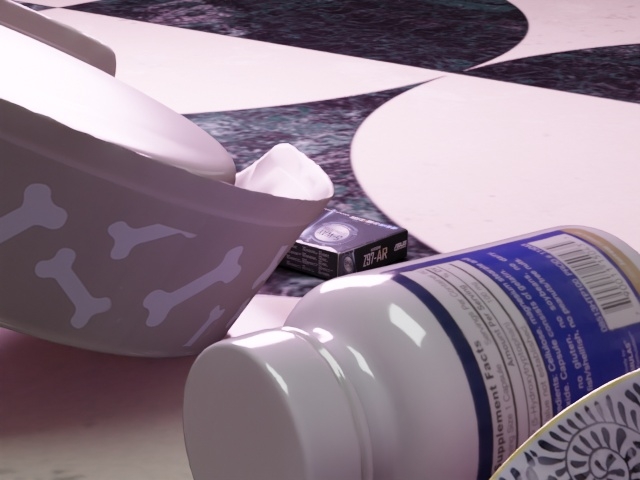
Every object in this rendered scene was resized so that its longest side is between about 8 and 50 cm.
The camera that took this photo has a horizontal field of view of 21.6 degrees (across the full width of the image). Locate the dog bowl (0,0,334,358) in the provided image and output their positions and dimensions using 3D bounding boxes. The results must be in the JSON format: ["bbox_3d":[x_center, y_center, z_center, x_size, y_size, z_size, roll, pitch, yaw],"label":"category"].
[{"bbox_3d":[-0.169,-0.054,0.847,0.349,0.102,0.349,24,10,-4],"label":"dog bowl"}]

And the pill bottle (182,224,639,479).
[{"bbox_3d":[0.045,0.062,0.666,0.186,0.112,0.112,-12,22,-35],"label":"pill bottle"}]

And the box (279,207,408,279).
[{"bbox_3d":[0.000,0.000,1.005,0.083,0.018,0.067,16,23,38],"label":"box"}]

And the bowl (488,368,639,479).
[{"bbox_3d":[0.112,0.123,0.486,0.080,0.170,0.170,42,-2,-28],"label":"bowl"}]
